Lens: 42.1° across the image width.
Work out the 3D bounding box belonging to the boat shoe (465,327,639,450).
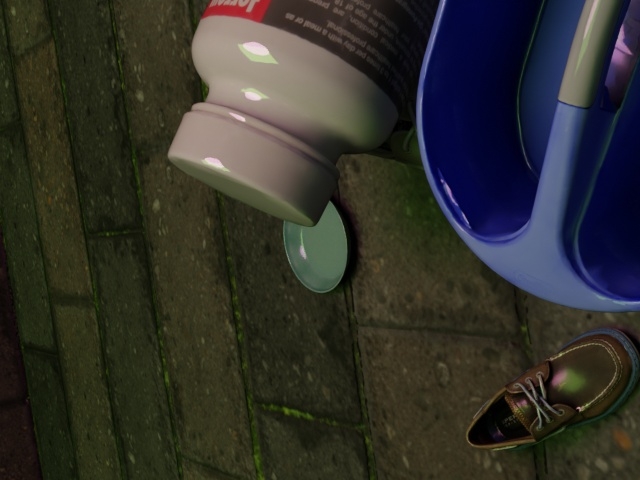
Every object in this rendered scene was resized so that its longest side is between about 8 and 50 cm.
[{"bbox_3d":[0.192,0.138,0.704,0.066,0.066,0.183,60,139,24],"label":"boat shoe"}]

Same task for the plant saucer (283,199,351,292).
[{"bbox_3d":[0.000,0.000,0.958,0.119,0.021,0.119,16,110,50],"label":"plant saucer"}]

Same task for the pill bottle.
[{"bbox_3d":[0.004,-0.179,0.671,0.176,0.176,0.318,16,79,50],"label":"pill bottle"}]

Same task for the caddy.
[{"bbox_3d":[0.193,-0.127,0.497,0.241,0.179,0.341,26,113,31],"label":"caddy"}]

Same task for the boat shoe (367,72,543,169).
[{"bbox_3d":[0.097,-0.100,0.745,0.302,0.094,0.109,14,109,50],"label":"boat shoe"}]
